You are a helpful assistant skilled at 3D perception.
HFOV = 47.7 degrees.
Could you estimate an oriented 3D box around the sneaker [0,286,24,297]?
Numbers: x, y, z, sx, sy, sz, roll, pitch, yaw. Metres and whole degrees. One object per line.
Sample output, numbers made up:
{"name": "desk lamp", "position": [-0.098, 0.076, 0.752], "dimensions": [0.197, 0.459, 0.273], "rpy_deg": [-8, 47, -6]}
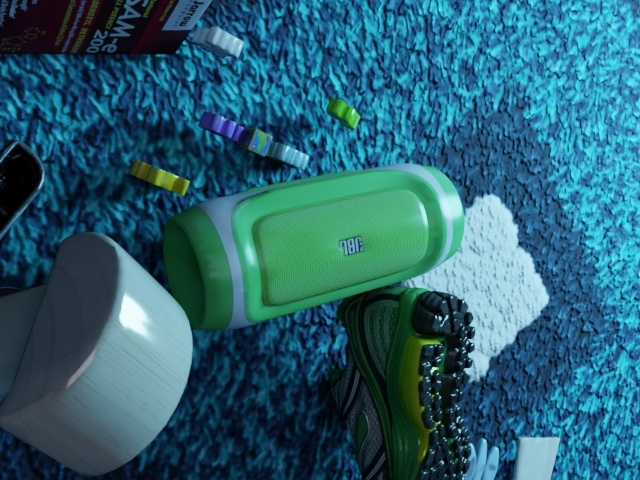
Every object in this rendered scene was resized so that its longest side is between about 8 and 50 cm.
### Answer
{"name": "sneaker", "position": [-0.330, 0.090, 0.616], "dimensions": [0.186, 0.084, 0.069], "rpy_deg": [-19, 100, -26]}

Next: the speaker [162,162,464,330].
{"name": "speaker", "position": [0.000, 0.000, 0.734], "dimensions": [0.297, 0.131, 0.131], "rpy_deg": [-14, 97, -29]}

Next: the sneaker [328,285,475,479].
{"name": "sneaker", "position": [0.086, 0.206, 0.828], "dimensions": [0.134, 0.146, 0.343], "rpy_deg": [-18, 114, -48]}

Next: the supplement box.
{"name": "supplement box", "position": [-0.227, -0.219, 0.627], "dimensions": [0.240, 0.130, 0.073], "rpy_deg": [-9, 82, -30]}

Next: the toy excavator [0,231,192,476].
{"name": "toy excavator", "position": [-0.342, 0.173, 0.448], "dimensions": [0.222, 0.433, 0.445], "rpy_deg": [54, 52, -44]}

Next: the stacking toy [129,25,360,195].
{"name": "stacking toy", "position": [-0.070, -0.103, 0.771], "dimensions": [0.221, 0.052, 0.166], "rpy_deg": [23, 89, -34]}

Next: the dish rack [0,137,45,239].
{"name": "dish rack", "position": [-0.378, -0.062, 0.538], "dimensions": [0.271, 0.074, 0.208], "rpy_deg": [44, 51, -24]}

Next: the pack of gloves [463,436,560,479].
{"name": "pack of gloves", "position": [0.216, 0.365, 0.949], "dimensions": [0.195, 0.046, 0.231], "rpy_deg": [10, 91, -36]}
